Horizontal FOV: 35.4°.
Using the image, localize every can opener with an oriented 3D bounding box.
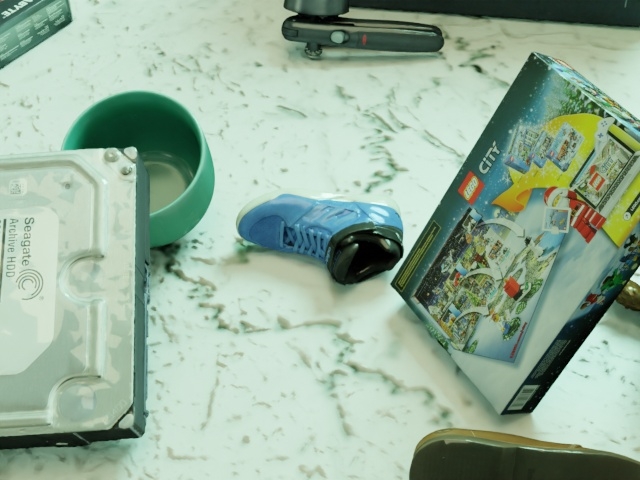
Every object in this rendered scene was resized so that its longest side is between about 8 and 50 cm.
[{"bbox_3d":[0.047,-0.234,1.122,0.186,0.073,0.059,11,38,1],"label":"can opener"}]

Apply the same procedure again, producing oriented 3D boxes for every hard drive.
[{"bbox_3d":[-0.308,0.050,0.798,0.338,0.064,0.237,-3,69,1],"label":"hard drive"}]

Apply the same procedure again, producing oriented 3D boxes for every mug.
[{"bbox_3d":[-0.175,-0.055,0.918,0.157,0.097,0.130,-14,70,-2],"label":"mug"}]

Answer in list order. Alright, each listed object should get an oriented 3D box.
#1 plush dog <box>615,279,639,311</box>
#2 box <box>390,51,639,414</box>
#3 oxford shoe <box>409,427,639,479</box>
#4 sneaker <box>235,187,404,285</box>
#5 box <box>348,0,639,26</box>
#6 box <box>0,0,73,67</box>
[{"bbox_3d":[0.326,0.010,0.743,0.210,0.225,0.262,30,54,28],"label":"plush dog"},{"bbox_3d":[0.164,-0.004,0.775,0.044,0.233,0.159,6,34,-41],"label":"box"},{"bbox_3d":[0.170,0.171,0.711,0.212,0.076,0.076,16,8,5],"label":"oxford shoe"},{"bbox_3d":[0.000,-0.001,0.892,0.152,0.058,0.085,1,37,-4],"label":"sneaker"},{"bbox_3d":[0.209,-0.433,1.140,0.395,0.294,0.212,7,47,10],"label":"box"},{"bbox_3d":[-0.431,-0.252,1.172,0.175,0.051,0.220,26,52,26],"label":"box"}]
